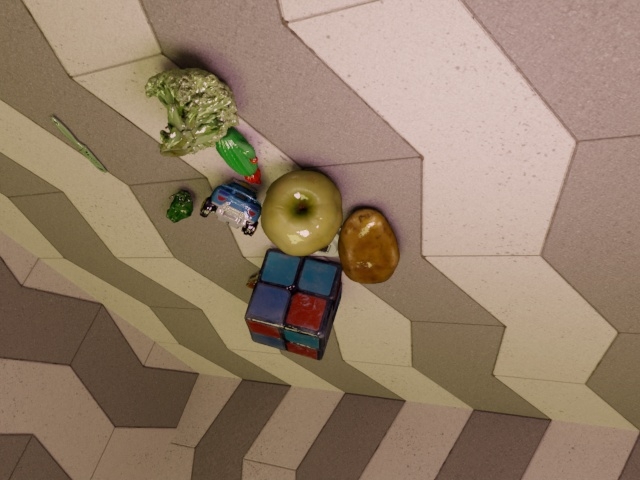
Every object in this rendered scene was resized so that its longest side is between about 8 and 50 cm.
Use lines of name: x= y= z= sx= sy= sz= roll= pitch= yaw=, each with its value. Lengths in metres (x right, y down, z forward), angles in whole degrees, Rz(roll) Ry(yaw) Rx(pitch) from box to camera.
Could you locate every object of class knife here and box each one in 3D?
knife: x=-0.855 y=-0.337 z=2.157 sx=0.043 sy=0.020 sz=0.293 roll=2 pitch=147 yaw=25

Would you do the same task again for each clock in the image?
clock: x=0.000 y=0.000 z=2.187 sx=0.236 sy=0.053 sz=0.236 roll=13 pitch=149 yaw=8

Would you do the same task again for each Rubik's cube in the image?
Rubik's cube: x=-0.098 y=0.252 z=2.390 sx=0.318 sy=0.316 sz=0.313 roll=13 pitch=153 yaw=7

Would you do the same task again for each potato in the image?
potato: x=0.160 y=0.027 z=2.041 sx=0.195 sy=0.176 sz=0.369 roll=36 pitch=156 yaw=30

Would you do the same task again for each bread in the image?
bread: x=-0.240 y=0.196 z=2.652 sx=0.136 sy=0.054 sz=0.154 roll=30 pitch=154 yaw=-16

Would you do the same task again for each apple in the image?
apple: x=-0.051 y=-0.084 z=1.866 sx=0.279 sy=0.279 sz=0.279 roll=14 pitch=150 yaw=8

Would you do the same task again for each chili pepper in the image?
chili pepper: x=-0.527 y=-0.122 z=2.269 sx=0.100 sy=0.074 sz=0.257 roll=27 pitch=151 yaw=-14

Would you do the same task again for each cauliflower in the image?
cauliflower: x=-0.355 y=-0.332 z=1.641 sx=0.272 sy=0.250 sz=0.275 roll=-2 pitch=149 yaw=36

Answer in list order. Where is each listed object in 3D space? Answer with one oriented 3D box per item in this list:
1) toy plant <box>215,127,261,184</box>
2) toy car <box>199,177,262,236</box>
toy plant: x=-0.256 y=-0.259 z=1.874 sx=0.154 sy=0.088 sz=0.240 roll=28 pitch=162 yaw=8
toy car: x=-0.291 y=-0.121 z=2.057 sx=0.198 sy=0.166 sz=0.314 roll=27 pitch=179 yaw=-9
